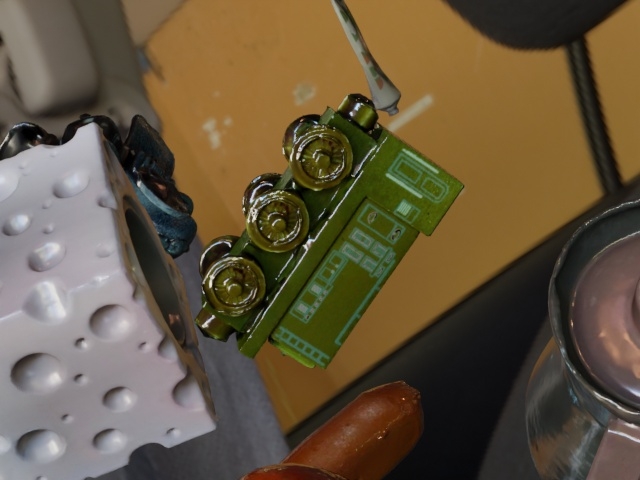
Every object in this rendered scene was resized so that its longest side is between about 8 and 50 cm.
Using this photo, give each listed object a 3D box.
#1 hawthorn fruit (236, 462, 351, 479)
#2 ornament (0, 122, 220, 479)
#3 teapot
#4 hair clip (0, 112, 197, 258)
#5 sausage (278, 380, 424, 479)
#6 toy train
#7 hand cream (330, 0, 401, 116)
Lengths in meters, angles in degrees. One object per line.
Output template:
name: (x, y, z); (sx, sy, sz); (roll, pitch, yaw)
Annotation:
hawthorn fruit: (-0.023, 0.318, 1.129); (0.215, 0.250, 0.215); (-39, -34, -34)
ornament: (-0.268, 0.075, 1.156); (0.240, 0.239, 0.240); (-22, -48, 1)
teapot: (0.339, 0.164, 1.183); (0.376, 0.305, 0.362); (-61, -26, -23)
hair clip: (-0.290, -0.050, 1.591); (0.206, 0.310, 0.194); (-34, 36, 14)
sausage: (0.000, 0.303, 1.487); (0.348, 0.094, 0.097); (-36, 26, -22)
toy train: (0.000, 0.000, 0.916); (0.225, 0.137, 0.090); (-55, 13, 8)
hand cream: (0.047, -0.216, 1.319); (0.037, 0.165, 0.057); (-24, 13, 15)
